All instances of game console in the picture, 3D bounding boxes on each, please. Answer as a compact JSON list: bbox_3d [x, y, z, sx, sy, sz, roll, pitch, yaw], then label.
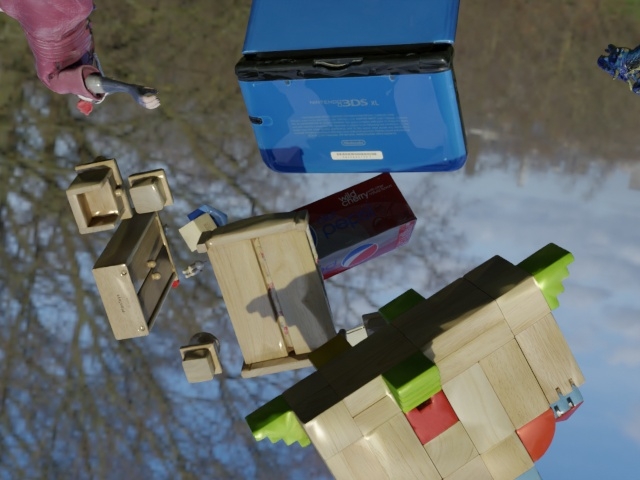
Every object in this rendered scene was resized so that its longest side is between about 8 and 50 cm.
[{"bbox_3d":[0.055,-0.236,1.520,0.293,0.250,0.173,1,-142,23],"label":"game console"}]

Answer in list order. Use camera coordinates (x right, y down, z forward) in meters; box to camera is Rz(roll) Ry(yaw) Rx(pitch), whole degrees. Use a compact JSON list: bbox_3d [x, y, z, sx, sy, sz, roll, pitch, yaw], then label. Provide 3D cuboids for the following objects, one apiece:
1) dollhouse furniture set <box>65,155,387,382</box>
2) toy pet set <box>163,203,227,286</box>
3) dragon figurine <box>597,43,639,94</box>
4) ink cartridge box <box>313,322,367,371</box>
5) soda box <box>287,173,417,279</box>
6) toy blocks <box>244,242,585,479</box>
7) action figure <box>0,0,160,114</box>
[{"bbox_3d":[-0.095,-0.001,1.466,0.355,0.303,0.174,-11,-156,11],"label":"dollhouse furniture set"},{"bbox_3d":[-0.197,-0.012,1.693,0.114,0.122,0.065,-29,-177,38],"label":"toy pet set"},{"bbox_3d":[0.404,-0.209,1.158,0.085,0.144,0.289,19,177,-28],"label":"dragon figurine"},{"bbox_3d":[0.092,0.289,1.987,0.121,0.289,0.211,-21,176,8],"label":"ink cartridge box"},{"bbox_3d":[0.000,0.000,1.640,0.263,0.092,0.083,-22,156,-16],"label":"soda box"},{"bbox_3d":[0.150,0.206,1.266,0.381,0.261,0.191,-33,-160,-6],"label":"toy blocks"},{"bbox_3d":[-0.393,-0.309,1.677,0.276,0.370,0.248,-13,-128,-8],"label":"action figure"}]
